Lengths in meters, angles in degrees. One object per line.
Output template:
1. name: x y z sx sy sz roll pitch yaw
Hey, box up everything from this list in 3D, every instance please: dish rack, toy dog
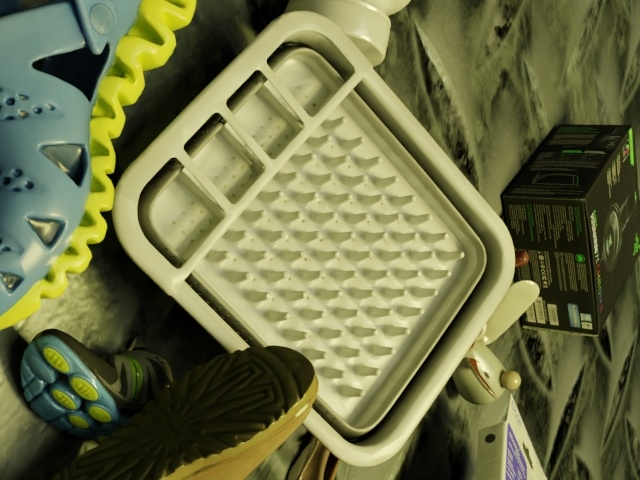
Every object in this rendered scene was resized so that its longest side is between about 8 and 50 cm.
1. dish rack: 0.000 0.000 0.841 0.333 0.072 0.285 47 63 -15
2. toy dog: 0.211 0.085 1.213 0.333 0.161 0.220 40 61 -51

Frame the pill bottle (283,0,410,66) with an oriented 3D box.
1. pill bottle: 0.033 -0.298 0.916 0.136 0.136 0.246 23 75 -56

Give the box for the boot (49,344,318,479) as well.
1. boot: -0.080 0.232 0.777 0.236 0.089 0.269 -29 133 -11

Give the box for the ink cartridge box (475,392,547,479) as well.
1. ink cartridge box: 0.248 0.341 1.233 0.208 0.045 0.206 -72 144 -45

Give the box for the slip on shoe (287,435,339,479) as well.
1. slip on shoe: 0.013 0.220 1.036 0.135 0.041 0.051 -54 136 -38

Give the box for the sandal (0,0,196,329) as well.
1. sandal: -0.195 -0.092 0.623 0.138 0.126 0.317 44 50 -46

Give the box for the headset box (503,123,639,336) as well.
1. headset box: 0.419 -0.029 1.544 0.283 0.131 0.246 -45 130 -46

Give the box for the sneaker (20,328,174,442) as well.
1. sneaker: -0.163 0.114 0.749 0.188 0.067 0.078 44 37 -48
